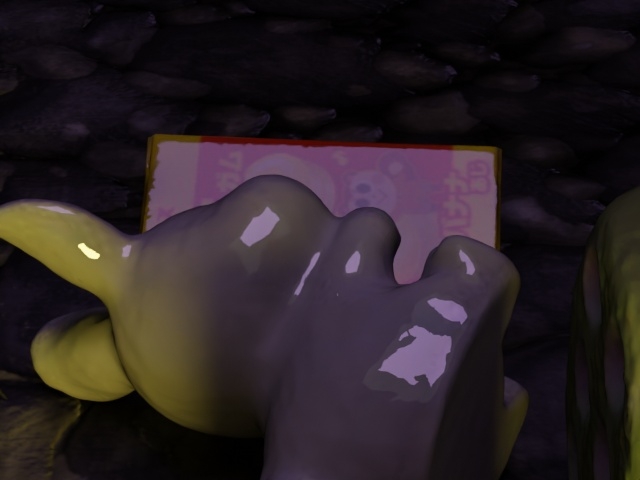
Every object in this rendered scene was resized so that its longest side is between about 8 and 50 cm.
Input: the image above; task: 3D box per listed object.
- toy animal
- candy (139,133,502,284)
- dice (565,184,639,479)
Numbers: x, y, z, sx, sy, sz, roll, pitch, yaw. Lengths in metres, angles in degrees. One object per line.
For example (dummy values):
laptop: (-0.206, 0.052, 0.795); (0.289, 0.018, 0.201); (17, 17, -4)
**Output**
toy animal: (-0.054, 0.078, 1.146); (0.368, 0.196, 0.241); (26, 50, 29)
candy: (0.000, 0.000, 1.330); (0.276, 0.088, 0.146); (1, 61, 1)
dice: (0.285, 0.109, 1.040); (0.250, 0.252, 0.254); (1, 28, -1)
